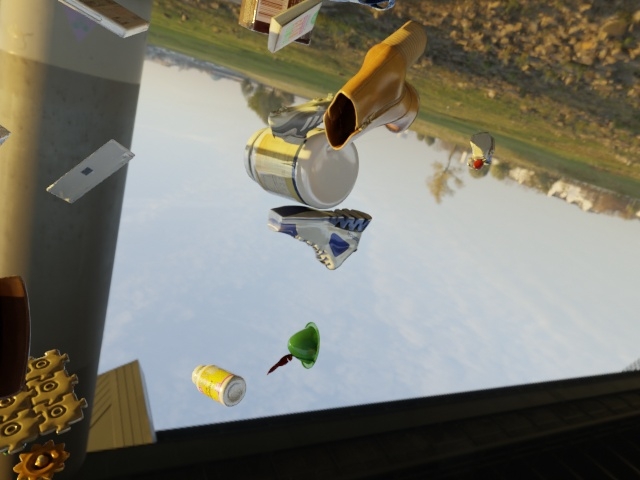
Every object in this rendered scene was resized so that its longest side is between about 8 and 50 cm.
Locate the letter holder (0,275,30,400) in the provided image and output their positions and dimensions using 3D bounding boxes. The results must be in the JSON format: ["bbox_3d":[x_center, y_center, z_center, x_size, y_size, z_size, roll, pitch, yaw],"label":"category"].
[{"bbox_3d":[-0.700,0.159,0.849,0.215,0.151,0.301,-9,-128,-25],"label":"letter holder"}]

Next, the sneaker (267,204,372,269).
[{"bbox_3d":[0.001,0.000,1.310,0.316,0.182,0.127,2,-161,-27],"label":"sneaker"}]

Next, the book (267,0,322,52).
[{"bbox_3d":[-0.065,-0.530,1.082,0.035,0.144,0.096,46,156,2],"label":"book"}]

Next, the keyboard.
[{"bbox_3d":[-0.605,-0.178,1.158,0.072,0.256,0.014,44,-155,-43],"label":"keyboard"}]

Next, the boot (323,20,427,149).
[{"bbox_3d":[0.091,-0.238,0.814,0.104,0.211,0.295,40,167,14],"label":"boot"}]

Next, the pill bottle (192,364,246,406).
[{"bbox_3d":[-0.147,0.203,0.628,0.083,0.043,0.044,6,-174,41],"label":"pill bottle"}]

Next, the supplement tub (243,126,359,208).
[{"bbox_3d":[-0.066,-0.233,1.334,0.229,0.228,0.316,-1,-164,-43],"label":"supplement tub"}]

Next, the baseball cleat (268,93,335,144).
[{"bbox_3d":[-0.028,-0.309,1.139,0.206,0.109,0.072,-8,-137,4],"label":"baseball cleat"}]

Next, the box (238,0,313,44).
[{"bbox_3d":[-0.117,-0.661,1.226,0.167,0.168,0.203,3,-151,-24],"label":"box"}]

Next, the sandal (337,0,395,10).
[{"bbox_3d":[0.116,-0.795,1.374,0.318,0.126,0.138,1,-125,-4],"label":"sandal"}]

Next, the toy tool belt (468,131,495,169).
[{"bbox_3d":[0.331,-0.176,0.901,0.052,0.083,0.051,2,166,32],"label":"toy tool belt"}]

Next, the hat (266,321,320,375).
[{"bbox_3d":[-0.116,0.374,1.593,0.184,0.172,0.208,11,180,-22],"label":"hat"}]

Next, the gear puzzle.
[{"bbox_3d":[-0.584,0.361,0.908,0.176,0.044,0.339,-15,-145,-36],"label":"gear puzzle"}]

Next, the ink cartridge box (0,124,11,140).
[{"bbox_3d":[-0.953,-0.288,1.131,0.207,0.119,0.353,41,177,-30],"label":"ink cartridge box"}]

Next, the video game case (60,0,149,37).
[{"bbox_3d":[-0.533,-0.559,1.045,0.207,0.026,0.226,27,-156,-20],"label":"video game case"}]
